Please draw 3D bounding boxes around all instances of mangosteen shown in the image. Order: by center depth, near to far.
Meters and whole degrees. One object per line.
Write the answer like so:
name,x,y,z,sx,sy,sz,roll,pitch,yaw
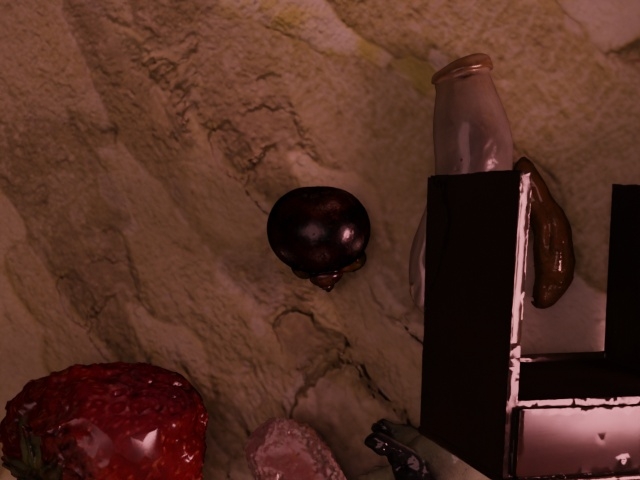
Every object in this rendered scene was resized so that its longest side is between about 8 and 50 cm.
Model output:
mangosteen,0.000,0.000,1.020,0.140,0.140,0.140,-1,88,19

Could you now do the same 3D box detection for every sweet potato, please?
sweet potato,0.265,-0.013,0.959,0.053,0.054,0.182,-5,79,-23

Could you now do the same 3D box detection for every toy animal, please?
toy animal,0.133,0.251,0.979,0.225,0.094,0.121,-32,88,14

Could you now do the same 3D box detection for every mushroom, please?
mushroom,0.170,-0.047,0.974,0.109,0.097,0.351,7,86,16

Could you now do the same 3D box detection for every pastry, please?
pastry,0.006,0.335,0.993,0.103,0.112,0.265,-32,59,0

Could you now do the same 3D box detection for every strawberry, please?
strawberry,-0.261,0.259,1.056,0.274,0.220,0.274,22,132,27

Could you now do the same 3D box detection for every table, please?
table,0.253,0.076,0.822,0.251,0.196,0.281,2,92,-17
